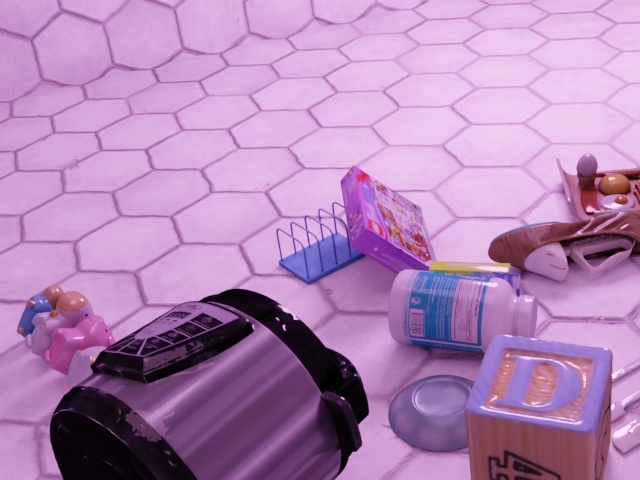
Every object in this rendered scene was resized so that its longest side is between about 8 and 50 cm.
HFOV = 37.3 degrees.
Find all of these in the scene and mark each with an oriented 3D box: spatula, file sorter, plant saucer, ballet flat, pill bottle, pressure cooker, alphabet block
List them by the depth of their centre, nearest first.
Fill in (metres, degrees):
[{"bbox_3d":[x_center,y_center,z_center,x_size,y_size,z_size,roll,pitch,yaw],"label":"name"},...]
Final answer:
[{"bbox_3d":[-0.152,0.282,1.459,0.370,0.376,0.420,43,52,15],"label":"pressure cooker"},{"bbox_3d":[0.343,0.287,1.473,0.193,0.197,0.192,7,38,25],"label":"alphabet block"},{"bbox_3d":[0.547,0.264,1.639,0.242,0.019,0.168,-24,34,-24],"label":"spatula"},{"bbox_3d":[0.214,0.289,1.663,0.194,0.037,0.195,-7,31,4],"label":"plant saucer"},{"bbox_3d":[0.271,0.137,1.792,0.264,0.146,0.146,6,34,21],"label":"pill bottle"},{"bbox_3d":[0.528,0.021,1.978,0.342,0.116,0.124,-9,50,-8],"label":"ballet flat"},{"bbox_3d":[0.000,0.000,2.123,0.170,0.105,0.118,-27,35,-26],"label":"file sorter"}]

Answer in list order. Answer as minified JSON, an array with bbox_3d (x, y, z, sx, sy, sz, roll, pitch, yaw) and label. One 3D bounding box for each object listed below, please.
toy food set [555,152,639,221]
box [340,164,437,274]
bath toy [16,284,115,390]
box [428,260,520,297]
[{"bbox_3d":[0.712,-0.142,2.190,0.306,0.092,0.220,-4,31,8],"label":"toy food set"},{"bbox_3d":[0.147,-0.033,2.075,0.201,0.057,0.293,31,24,-20],"label":"box"},{"bbox_3d":[-0.478,0.205,1.898,0.129,0.151,0.348,23,5,-42],"label":"bath toy"},{"bbox_3d":[0.308,0.097,1.883,0.178,0.109,0.042,2,31,17],"label":"box"}]
